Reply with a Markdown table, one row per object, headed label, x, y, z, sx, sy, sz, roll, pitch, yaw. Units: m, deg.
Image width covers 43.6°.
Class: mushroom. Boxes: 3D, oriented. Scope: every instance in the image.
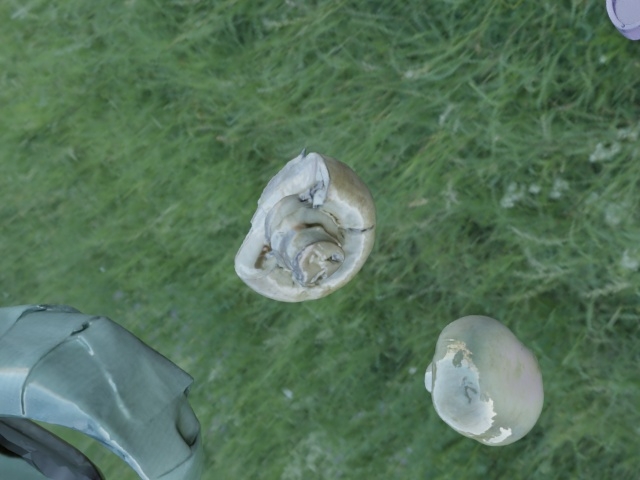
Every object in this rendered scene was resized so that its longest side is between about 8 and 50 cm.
| label | x | y | z | sx | sy | sz | roll | pitch | yaw |
| --- | --- | --- | --- | --- | --- | --- | --- | --- | --- |
| mushroom | 0.000 | 0.000 | 1.300 | 0.189 | 0.254 | 0.195 | 23 | -162 | -32 |
| mushroom | 0.301 | 0.278 | 1.576 | 0.234 | 0.253 | 0.260 | -18 | 86 | 47 |

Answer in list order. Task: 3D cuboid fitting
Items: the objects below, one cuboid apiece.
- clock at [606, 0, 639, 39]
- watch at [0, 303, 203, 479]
| label | x | y | z | sx | sy | sz | roll | pitch | yaw |
| --- | --- | --- | --- | --- | --- | --- | --- | --- | --- |
| clock | 0.504 | -0.380 | 1.205 | 0.050 | 0.152 | 0.110 | 23 | -140 | -57 |
| watch | -0.218 | 0.154 | 0.587 | 0.253 | 0.162 | 0.241 | 29 | 125 | -6 |
